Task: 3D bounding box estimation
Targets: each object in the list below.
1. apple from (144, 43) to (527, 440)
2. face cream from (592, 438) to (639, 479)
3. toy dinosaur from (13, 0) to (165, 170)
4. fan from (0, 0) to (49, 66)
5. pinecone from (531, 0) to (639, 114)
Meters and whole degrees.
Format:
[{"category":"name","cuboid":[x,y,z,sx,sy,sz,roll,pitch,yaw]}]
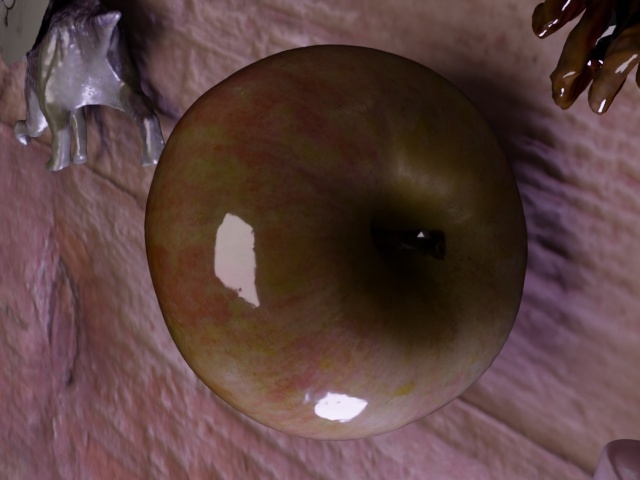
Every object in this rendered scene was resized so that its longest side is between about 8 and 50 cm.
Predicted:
[{"category":"apple","cuboid":[0.000,0.000,1.198,0.234,0.257,0.257,3,100,56]},{"category":"face cream","cuboid":[0.186,0.260,1.152,0.107,0.073,0.269,36,125,39]},{"category":"toy dinosaur","cuboid":[-0.218,-0.145,1.614,0.294,0.077,0.162,5,100,54]},{"category":"fan","cuboid":[-0.298,-0.216,1.710,0.415,0.012,0.233,119,148,-42]},{"category":"pinecone","cuboid":[0.225,-0.122,0.885,0.309,0.244,0.244,49,138,9]}]
